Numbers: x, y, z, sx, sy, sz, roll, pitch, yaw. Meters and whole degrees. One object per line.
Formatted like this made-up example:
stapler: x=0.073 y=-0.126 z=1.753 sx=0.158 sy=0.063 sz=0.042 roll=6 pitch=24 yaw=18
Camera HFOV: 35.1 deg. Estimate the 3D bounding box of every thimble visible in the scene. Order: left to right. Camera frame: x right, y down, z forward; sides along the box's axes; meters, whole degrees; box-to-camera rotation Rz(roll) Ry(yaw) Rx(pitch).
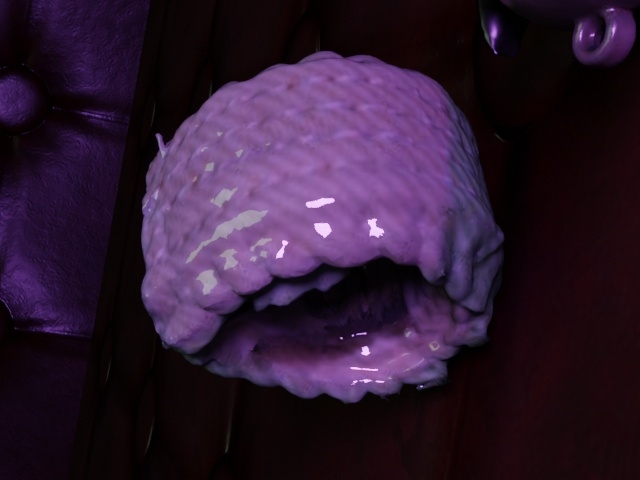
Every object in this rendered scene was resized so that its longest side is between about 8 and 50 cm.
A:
thimble: x=0.000 y=0.000 z=0.624 sx=0.219 sy=0.219 sz=0.150 roll=122 pitch=150 yaw=-47

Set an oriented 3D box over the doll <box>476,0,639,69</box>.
doll: x=0.137 y=-0.210 z=0.497 sx=0.182 sy=0.117 sz=0.257 roll=-15 pitch=64 yaw=63
